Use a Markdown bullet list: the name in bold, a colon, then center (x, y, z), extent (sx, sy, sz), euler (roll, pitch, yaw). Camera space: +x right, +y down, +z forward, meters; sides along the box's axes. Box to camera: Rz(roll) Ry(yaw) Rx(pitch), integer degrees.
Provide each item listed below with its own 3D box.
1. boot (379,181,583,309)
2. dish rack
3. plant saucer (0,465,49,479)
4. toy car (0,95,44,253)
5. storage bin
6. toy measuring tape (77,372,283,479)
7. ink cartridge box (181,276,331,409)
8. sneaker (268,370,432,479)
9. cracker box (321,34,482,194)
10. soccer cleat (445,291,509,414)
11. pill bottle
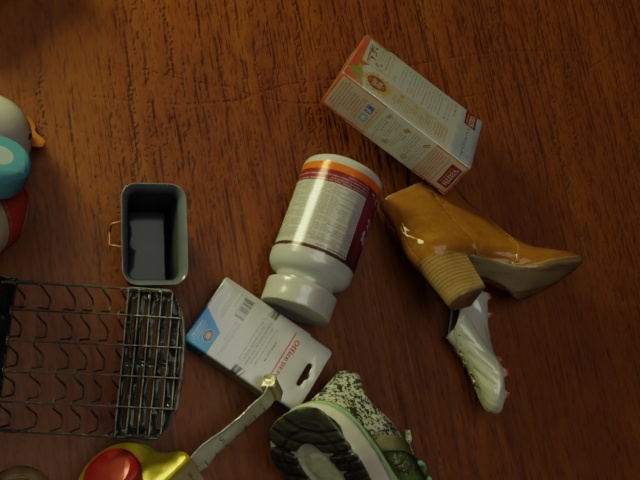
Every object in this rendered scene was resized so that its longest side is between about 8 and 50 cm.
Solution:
- **boot**: center (0.246, -0.014, 1.306), extent (0.295, 0.104, 0.211), euler (-8, 57, -34)
- **dish rack**: center (-0.302, 0.147, 1.063), extent (0.271, 0.074, 0.208), euler (3, 76, -2)
- **plant saucer**: center (-0.371, 0.320, 1.062), extent (0.083, 0.015, 0.083), euler (4, 76, -17)
- **toy car**: center (-0.419, -0.103, 1.079), extent (0.210, 0.219, 0.238), euler (38, 38, -2)
- **storage bin**: center (-0.232, 0.002, 1.148), extent (0.098, 0.091, 0.135), euler (0, 76, -19)
- **toy measuring tape**: center (-0.197, 0.268, 1.082), extent (0.330, 0.121, 0.121), euler (-42, 92, -23)
- **ink cartridge box**: center (-0.088, 0.145, 1.177), extent (0.180, 0.060, 0.104), euler (36, 69, -8)
- **sneaker**: center (0.113, 0.338, 1.160), extent (0.410, 0.158, 0.182), euler (55, 38, -12)
- **cracker box**: center (0.127, -0.191, 1.296), extent (0.232, 0.067, 0.156), euler (36, 36, -7)
- **soccer cleat**: center (0.225, 0.162, 1.281), extent (0.076, 0.068, 0.196), euler (-2, 70, -18)
- **pill bottle**: center (0.000, 0.000, 1.211), extent (0.121, 0.121, 0.221), euler (24, 70, -12)
